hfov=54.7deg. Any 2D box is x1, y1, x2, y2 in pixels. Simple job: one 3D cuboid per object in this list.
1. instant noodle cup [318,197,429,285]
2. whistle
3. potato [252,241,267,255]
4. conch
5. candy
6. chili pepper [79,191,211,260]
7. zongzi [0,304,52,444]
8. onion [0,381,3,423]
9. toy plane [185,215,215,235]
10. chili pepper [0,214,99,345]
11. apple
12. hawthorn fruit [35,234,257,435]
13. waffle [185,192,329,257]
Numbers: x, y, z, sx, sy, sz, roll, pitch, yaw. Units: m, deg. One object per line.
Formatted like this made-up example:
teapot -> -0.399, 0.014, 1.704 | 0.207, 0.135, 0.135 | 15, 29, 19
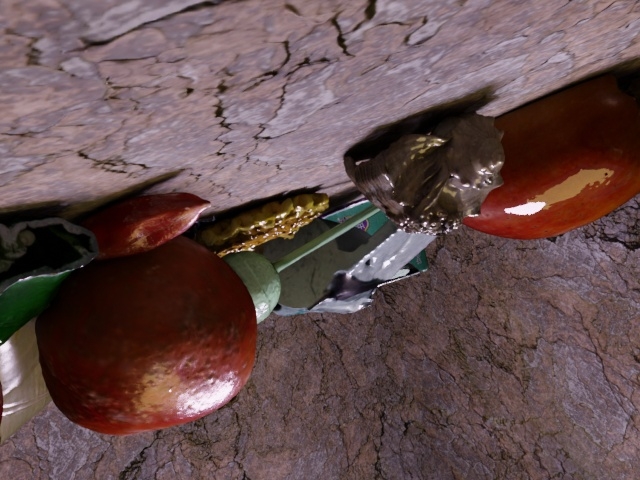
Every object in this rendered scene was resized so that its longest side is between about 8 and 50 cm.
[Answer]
instant noodle cup -> 0.126, 0.008, 1.418 | 0.251, 0.190, 0.251 | -18, 176, -1
whistle -> 0.062, 0.041, 1.194 | 0.404, 0.188, 0.168 | -11, 166, 35
potato -> -0.142, 0.033, 1.349 | 0.122, 0.086, 0.061 | -12, 159, -44
conch -> 0.125, -0.089, 0.798 | 0.178, 0.163, 0.245 | 23, 171, -32
candy -> 0.000, 0.000, 1.006 | 0.439, 0.119, 0.119 | -32, -179, -21
chili pepper -> -0.198, -0.015, 0.642 | 0.191, 0.059, 0.050 | -17, -147, 15
zongzi -> -0.466, 0.136, 1.037 | 0.418, 0.181, 0.447 | -54, 179, 28
onion -> -0.506, 0.196, 0.689 | 0.276, 0.276, 0.276 | -19, 176, -1
toy plane -> -0.173, -0.023, 0.807 | 0.078, 0.031, 0.083 | -4, 174, 4
chili pepper -> -0.341, 0.053, 0.630 | 0.270, 0.099, 0.136 | -30, -173, 46
apple -> 0.374, -0.150, 1.009 | 0.365, 0.295, 0.329 | -23, -148, 57
hawthorn fruit -> -0.217, 0.104, 0.770 | 0.284, 0.284, 0.284 | -19, 176, -1
waffle -> -0.108, -0.018, 1.014 | 0.254, 0.052, 0.245 | -19, 174, -17
